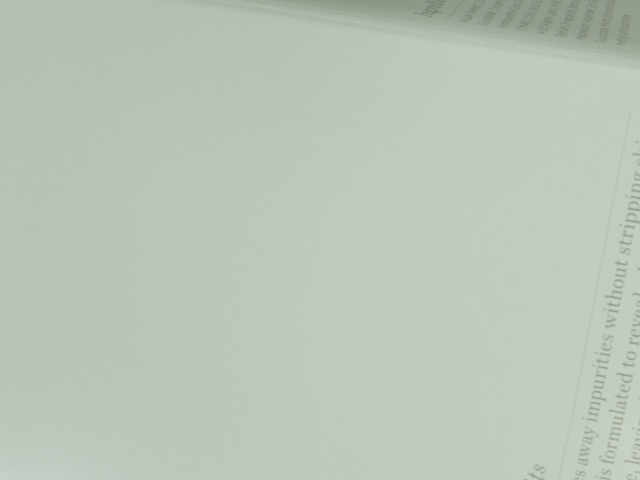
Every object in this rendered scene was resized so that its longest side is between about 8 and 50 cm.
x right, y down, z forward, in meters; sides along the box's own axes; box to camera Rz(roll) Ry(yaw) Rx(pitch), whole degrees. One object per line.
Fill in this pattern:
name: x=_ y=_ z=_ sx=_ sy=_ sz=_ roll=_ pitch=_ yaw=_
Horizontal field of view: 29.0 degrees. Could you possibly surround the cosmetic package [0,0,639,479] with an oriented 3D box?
cosmetic package: x=0.000 y=0.000 z=0.478 sx=0.385 sy=0.156 sz=0.217 roll=13 pitch=112 yaw=13
